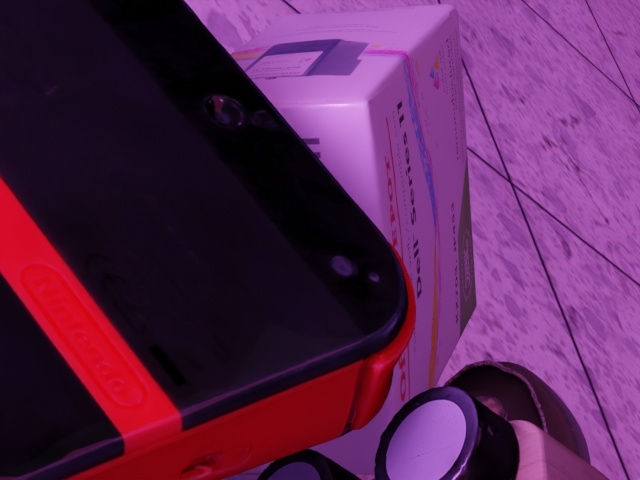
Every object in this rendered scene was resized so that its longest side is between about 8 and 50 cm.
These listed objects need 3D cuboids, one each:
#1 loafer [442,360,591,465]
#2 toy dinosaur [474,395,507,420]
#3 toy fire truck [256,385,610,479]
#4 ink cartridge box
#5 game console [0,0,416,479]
[{"bbox_3d":[0.119,0.163,1.248,0.087,0.094,0.251,41,23,-38],"label":"loafer"},{"bbox_3d":[0.048,0.203,1.066,0.118,0.064,0.268,64,35,-30],"label":"toy dinosaur"},{"bbox_3d":[0.012,0.204,0.821,0.158,0.217,0.246,37,40,-36],"label":"toy fire truck"},{"bbox_3d":[0.000,0.000,1.102,0.353,0.119,0.207,-52,139,-68],"label":"ink cartridge box"},{"bbox_3d":[-0.172,-0.043,0.821,0.342,0.060,0.386,-18,58,-42],"label":"game console"}]
